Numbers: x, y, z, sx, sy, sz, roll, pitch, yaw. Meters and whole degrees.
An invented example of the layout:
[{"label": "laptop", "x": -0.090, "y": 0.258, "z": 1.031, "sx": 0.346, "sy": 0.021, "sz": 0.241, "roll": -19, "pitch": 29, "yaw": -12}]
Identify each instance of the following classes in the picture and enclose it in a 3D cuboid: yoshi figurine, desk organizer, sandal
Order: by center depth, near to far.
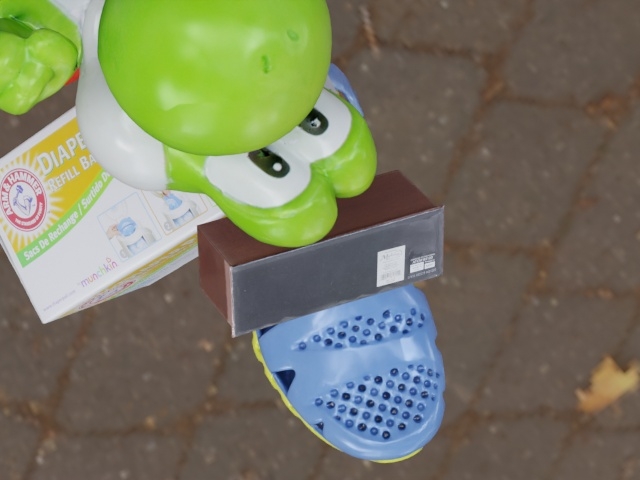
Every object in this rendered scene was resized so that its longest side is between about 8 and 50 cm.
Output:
[{"label": "yoshi figurine", "x": -0.123, "y": -0.142, "z": 0.913, "sx": 0.203, "sy": 0.362, "sz": 0.203, "roll": -58, "pitch": 169, "yaw": 16}, {"label": "desk organizer", "x": 0.000, "y": 0.005, "z": 1.023, "sx": 0.130, "sy": 0.050, "sz": 0.047, "roll": -16, "pitch": 126, "yaw": -21}, {"label": "sandal", "x": 0.000, "y": 0.000, "z": 1.256, "sx": 0.126, "sy": 0.317, "sz": 0.138, "roll": -21, "pitch": 174, "yaw": -10}]

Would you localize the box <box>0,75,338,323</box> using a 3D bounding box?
[{"label": "box", "x": -0.095, "y": -0.044, "z": 1.122, "sx": 0.203, "sy": 0.103, "sz": 0.114, "roll": -30, "pitch": 175, "yaw": 34}]
